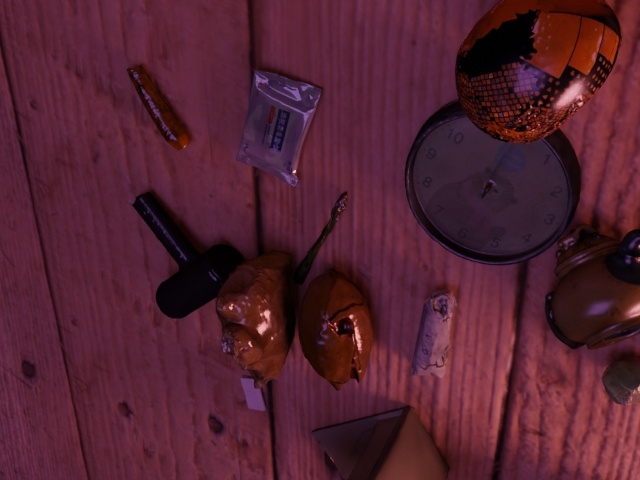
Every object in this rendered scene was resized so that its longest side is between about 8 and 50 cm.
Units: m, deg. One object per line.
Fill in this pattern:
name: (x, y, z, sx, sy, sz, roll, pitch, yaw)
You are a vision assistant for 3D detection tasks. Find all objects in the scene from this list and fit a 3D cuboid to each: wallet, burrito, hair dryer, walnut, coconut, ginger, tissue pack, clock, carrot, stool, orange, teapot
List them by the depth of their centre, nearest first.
orange: (0.287, -0.240, 1.197, 0.234, 0.234, 0.182, -29, 100, 37)
teapot: (0.421, 0.067, 1.381, 0.182, 0.173, 0.269, 69, 154, 18)
clock: (0.265, -0.089, 1.413, 0.281, 0.055, 0.280, 13, 124, 20)
coconut: (0.504, 0.230, 1.474, 0.082, 0.081, 0.083, -3, 133, -19)
tissue pack: (-0.075, -0.194, 1.539, 0.123, 0.026, 0.193, 24, 127, 11)
burrito: (0.204, 0.170, 1.601, 0.064, 0.064, 0.203, 17, 127, 17)
carrot: (-0.291, -0.239, 1.615, 0.042, 0.042, 0.170, -21, 106, 35)
walnut: (0.027, 0.166, 1.649, 0.137, 0.137, 0.245, 9, 119, 22)
ginger: (-0.111, 0.164, 1.658, 0.123, 0.219, 0.270, 2, 111, 27)
stool: (0.074, 0.479, 1.737, 0.270, 0.243, 0.170, -21, 107, 34)
hair dryer: (-0.279, 0.014, 1.750, 0.197, 0.089, 0.251, -33, 91, 39)
wallet: (-0.141, 0.322, 1.897, 0.044, 0.011, 0.083, 2, 120, 26)

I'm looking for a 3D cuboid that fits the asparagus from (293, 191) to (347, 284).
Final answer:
asparagus: (0.000, 0.000, 1.625, 0.022, 0.023, 0.233, 4, 135, -29)
